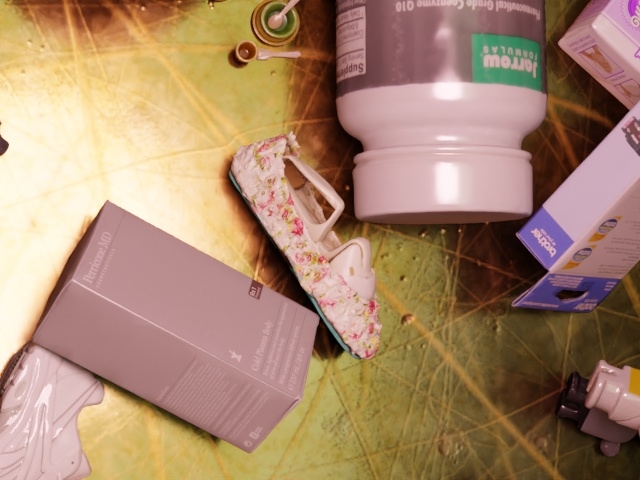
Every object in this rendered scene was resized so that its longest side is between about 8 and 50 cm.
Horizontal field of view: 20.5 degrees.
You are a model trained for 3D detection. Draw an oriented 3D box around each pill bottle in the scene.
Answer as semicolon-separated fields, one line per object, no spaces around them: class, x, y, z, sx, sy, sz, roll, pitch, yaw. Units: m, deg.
pill bottle;0.116;-0.201;1.702;0.204;0.204;0.361;0;86;-15

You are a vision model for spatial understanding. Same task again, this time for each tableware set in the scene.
tableware set;-0.071;-0.251;1.749;0.104;0.024;0.154;-4;87;-15

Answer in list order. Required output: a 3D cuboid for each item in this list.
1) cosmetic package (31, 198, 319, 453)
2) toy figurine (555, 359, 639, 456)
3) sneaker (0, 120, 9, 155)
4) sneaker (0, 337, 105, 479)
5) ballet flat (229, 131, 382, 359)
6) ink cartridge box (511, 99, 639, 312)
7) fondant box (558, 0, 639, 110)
cosmetic package;-0.132;0.080;1.644;0.238;0.107;0.127;30;39;-14
toy figurine;0.297;0.229;1.716;0.148;0.213;0.209;21;76;0
sneaker;-0.321;-0.114;1.672;0.035;0.031;0.083;-23;96;-29
sneaker;-0.272;0.209;1.630;0.115;0.090;0.232;31;80;-14
ballet flat;0.000;0.000;1.696;0.077;0.091;0.241;-36;85;20
ink cartridge box;0.311;-0.057;1.713;0.065;0.186;0.311;48;112;25
fondant box;0.449;-0.193;1.848;0.330;0.096;0.238;40;77;-8
